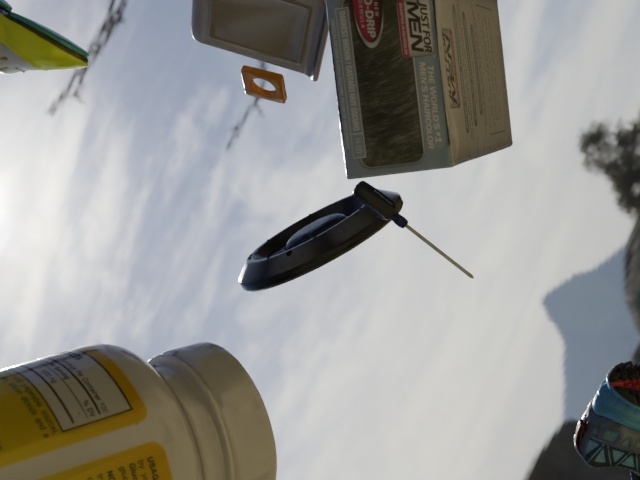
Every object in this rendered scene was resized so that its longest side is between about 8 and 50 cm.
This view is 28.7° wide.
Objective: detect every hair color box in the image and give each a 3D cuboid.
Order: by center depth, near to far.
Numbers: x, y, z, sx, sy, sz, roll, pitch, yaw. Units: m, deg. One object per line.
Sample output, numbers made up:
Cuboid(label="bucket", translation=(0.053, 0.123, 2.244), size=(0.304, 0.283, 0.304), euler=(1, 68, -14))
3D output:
Cuboid(label="hair color box", translation=(0.119, -0.176, 1.349), size=(0.374, 0.113, 0.185), euler=(-23, -73, -72))

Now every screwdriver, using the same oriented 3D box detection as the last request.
Cuboid(label="screwdriver", translation=(0.104, -0.008, 1.369), size=(0.024, 0.170, 0.025), euler=(-51, 7, 6))

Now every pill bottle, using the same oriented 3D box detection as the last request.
Cuboid(label="pill bottle", translation=(-0.205, 0.182, 0.891), size=(0.334, 0.188, 0.188), euler=(-14, -48, -35))

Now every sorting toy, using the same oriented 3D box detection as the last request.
Cuboid(label="sorting toy", translation=(-0.079, -0.305, 1.681), size=(0.348, 0.196, 0.047), euler=(107, -175, -64))

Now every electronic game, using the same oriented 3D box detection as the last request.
Cuboid(label="electronic game", translation=(0.000, 0.000, 1.560), size=(0.229, 0.048, 0.229), euler=(-28, 10, 5))

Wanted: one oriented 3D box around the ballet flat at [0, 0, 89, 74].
Cuboid(label="ballet flat", translation=(-0.358, -0.233, 1.397), size=(0.077, 0.231, 0.077), euler=(-57, -16, 6))

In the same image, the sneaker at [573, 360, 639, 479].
Cuboid(label="sneaker", translation=(0.370, 0.214, 1.273), size=(0.125, 0.262, 0.104), euler=(-57, 19, 26))
